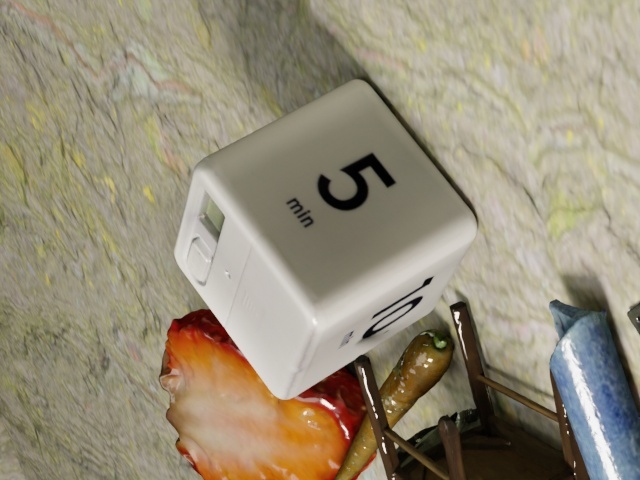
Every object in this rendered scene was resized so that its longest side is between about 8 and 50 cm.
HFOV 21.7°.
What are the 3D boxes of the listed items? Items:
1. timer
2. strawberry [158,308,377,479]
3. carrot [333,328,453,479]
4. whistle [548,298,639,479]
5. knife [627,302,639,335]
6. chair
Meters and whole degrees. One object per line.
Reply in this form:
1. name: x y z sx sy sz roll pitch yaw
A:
1. timer: 0.000 0.000 1.557 0.194 0.195 0.192 53 155 17
2. strawberry: -0.041 0.188 1.925 0.336 0.149 0.265 5 116 49
3. carrot: 0.068 0.178 1.709 0.049 0.049 0.254 49 130 23
4. whistle: 0.257 0.192 1.438 0.062 0.062 0.304 11 126 59
5. knife: 0.324 0.149 1.317 0.245 0.019 0.072 58 154 9
6. chair: 0.150 0.241 1.582 0.186 0.160 0.319 29 139 52
